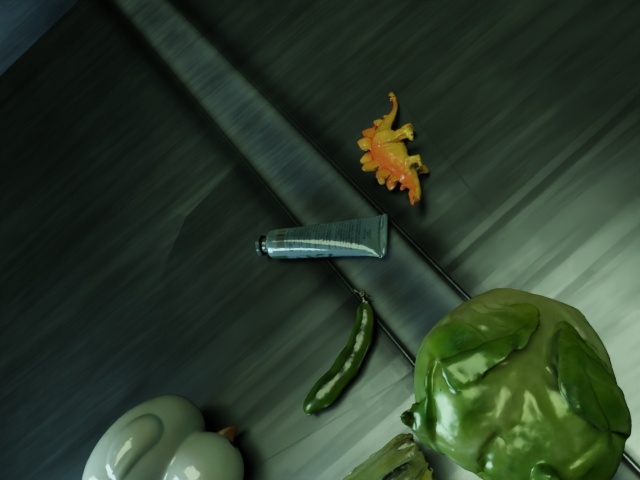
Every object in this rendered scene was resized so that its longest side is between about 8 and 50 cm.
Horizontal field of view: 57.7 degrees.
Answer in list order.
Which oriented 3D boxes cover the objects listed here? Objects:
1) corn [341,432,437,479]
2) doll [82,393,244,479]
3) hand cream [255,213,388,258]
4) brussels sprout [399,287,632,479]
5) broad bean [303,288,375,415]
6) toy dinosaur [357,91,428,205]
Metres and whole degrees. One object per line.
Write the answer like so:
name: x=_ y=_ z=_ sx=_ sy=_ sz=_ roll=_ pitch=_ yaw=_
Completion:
corn: x=0.040 y=0.397 z=0.819 sx=0.305 sy=0.123 sz=0.122 roll=-43 pitch=54 yaw=2
doll: x=-0.242 y=0.377 z=0.938 sx=0.221 sy=0.221 sz=0.251 roll=29 pitch=49 yaw=34
hand cream: x=0.000 y=0.000 z=1.072 sx=0.256 sy=0.055 sz=0.088 roll=-6 pitch=57 yaw=22
brussels sprout: x=0.249 y=0.200 z=0.752 sx=0.260 sy=0.227 sz=0.294 roll=14 pitch=66 yaw=16
broad bean: x=0.041 y=0.192 z=0.968 sx=0.069 sy=0.039 sz=0.226 roll=19 pitch=75 yaw=26
toy dinosaur: x=0.125 y=-0.170 z=1.083 sx=0.117 sy=0.070 sz=0.288 roll=-24 pitch=54 yaw=15
